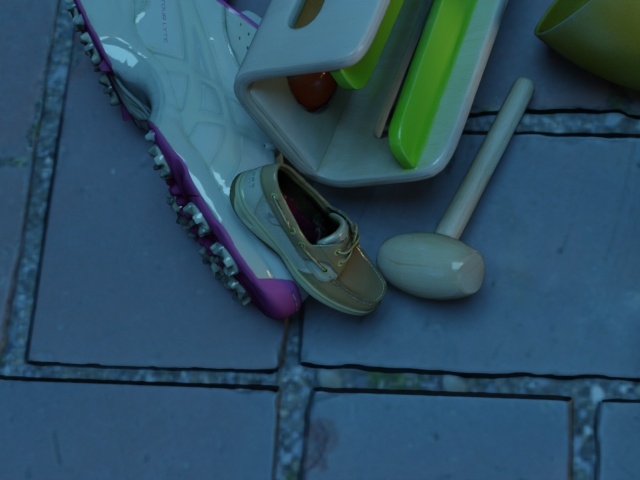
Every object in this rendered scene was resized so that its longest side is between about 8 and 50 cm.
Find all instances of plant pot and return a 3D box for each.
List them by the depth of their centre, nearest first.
[{"bbox_3d":[0.231,-0.158,0.989,0.095,0.134,0.134,45,80,-9],"label":"plant pot"}]

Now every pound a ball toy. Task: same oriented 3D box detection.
[{"bbox_3d":[0.054,-0.139,0.999,0.136,0.208,0.319,-2,54,37],"label":"pound a ball toy"}]

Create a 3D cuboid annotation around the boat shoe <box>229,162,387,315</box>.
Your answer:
[{"bbox_3d":[0.000,0.000,0.930,0.045,0.135,0.050,-25,35,42],"label":"boat shoe"}]

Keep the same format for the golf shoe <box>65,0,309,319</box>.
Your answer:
[{"bbox_3d":[-0.067,-0.090,1.009,0.140,0.115,0.306,-27,71,-9],"label":"golf shoe"}]
